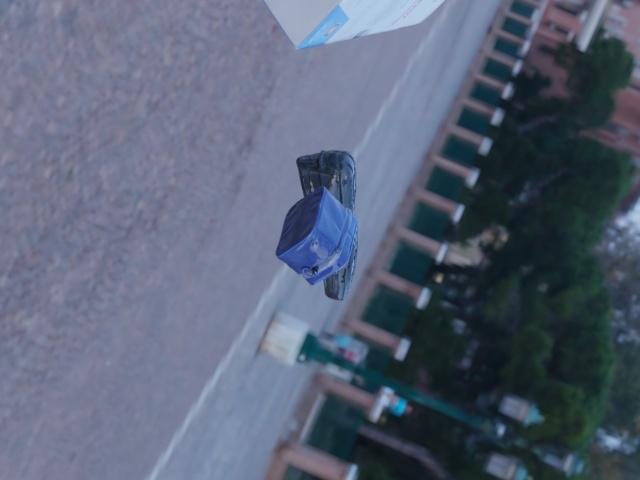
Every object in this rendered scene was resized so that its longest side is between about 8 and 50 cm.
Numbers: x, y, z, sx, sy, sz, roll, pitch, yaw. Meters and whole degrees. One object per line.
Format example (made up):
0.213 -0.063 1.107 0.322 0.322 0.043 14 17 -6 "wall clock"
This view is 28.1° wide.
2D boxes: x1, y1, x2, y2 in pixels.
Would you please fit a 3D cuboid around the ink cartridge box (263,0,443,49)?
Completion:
0.048 -0.214 1.004 0.104 0.060 0.180 -42 168 37 "ink cartridge box"

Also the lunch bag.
0.000 0.000 1.381 0.067 0.065 0.098 -32 -150 38 "lunch bag"

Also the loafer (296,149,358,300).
0.007 -0.019 1.636 0.076 0.078 0.223 -77 167 -52 "loafer"
